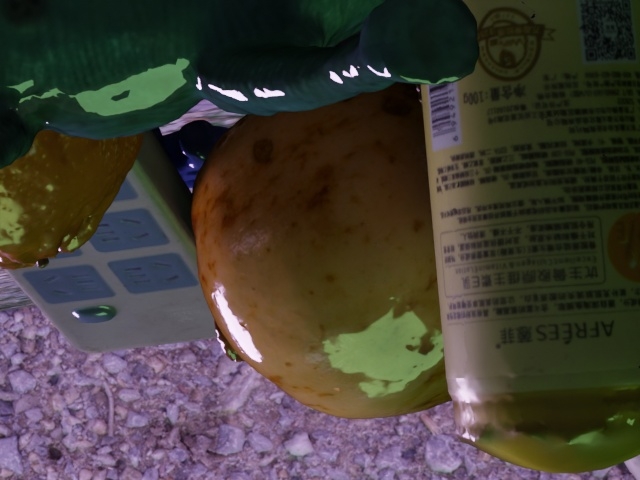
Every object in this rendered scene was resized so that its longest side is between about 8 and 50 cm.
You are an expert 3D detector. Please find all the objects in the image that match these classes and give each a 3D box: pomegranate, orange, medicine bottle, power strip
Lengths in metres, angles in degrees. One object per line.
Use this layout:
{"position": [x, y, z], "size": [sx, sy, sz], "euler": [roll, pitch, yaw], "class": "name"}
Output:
{"position": [0.023, -0.004, 0.985], "size": [0.215, 0.215, 0.215], "euler": [-8, 176, -1], "class": "pomegranate"}
{"position": [-0.135, -0.045, 0.681], "size": [0.136, 0.117, 0.135], "euler": [-9, 169, -2], "class": "orange"}
{"position": [0.110, -0.010, 0.821], "size": [0.124, 0.238, 0.124], "euler": [-6, 178, 0], "class": "medicine bottle"}
{"position": [-0.128, -0.005, 1.008], "size": [0.118, 0.046, 0.270], "euler": [-10, 150, 11], "class": "power strip"}

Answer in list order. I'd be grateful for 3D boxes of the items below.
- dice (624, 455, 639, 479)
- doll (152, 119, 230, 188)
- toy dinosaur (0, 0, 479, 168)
{"position": [0.317, 0.044, 1.077], "size": [0.304, 0.277, 0.304], "euler": [-35, -168, 8], "class": "dice"}
{"position": [-0.123, -0.047, 1.056], "size": [0.206, 0.067, 0.110], "euler": [-5, 164, -20], "class": "doll"}
{"position": [-0.078, -0.078, 0.605], "size": [0.384, 0.129, 0.331], "euler": [-8, -175, 7], "class": "toy dinosaur"}
